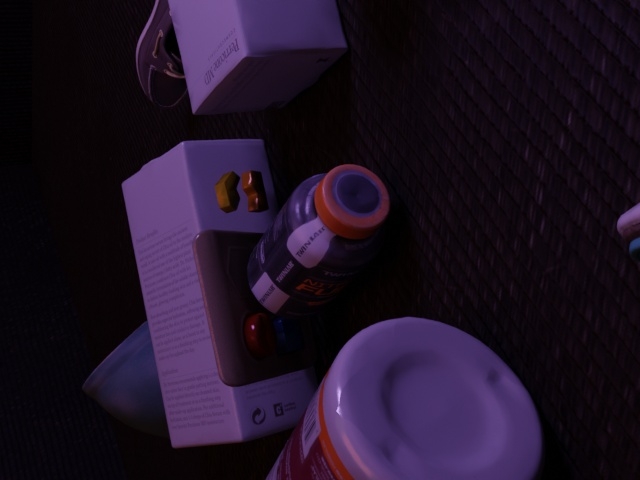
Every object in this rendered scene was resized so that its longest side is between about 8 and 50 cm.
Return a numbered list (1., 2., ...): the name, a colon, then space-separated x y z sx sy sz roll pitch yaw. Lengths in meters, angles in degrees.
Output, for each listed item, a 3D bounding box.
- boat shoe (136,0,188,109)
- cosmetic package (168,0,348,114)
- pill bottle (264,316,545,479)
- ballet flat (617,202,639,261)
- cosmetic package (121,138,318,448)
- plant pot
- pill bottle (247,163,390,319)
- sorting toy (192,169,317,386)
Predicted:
1. boat shoe: -0.246 -0.346 1.444 0.324 0.116 0.097 -61 42 43
2. cosmetic package: -0.113 -0.386 1.118 0.217 0.156 0.385 -30 71 60
3. pill bottle: 0.055 0.284 0.900 0.224 0.224 0.392 62 145 33
4. ballet flat: 0.333 -0.055 0.405 0.400 0.139 0.139 -8 91 59
5. cosmetic package: -0.165 0.087 1.321 0.230 0.161 0.453 -21 80 50
6. plant pot: -0.257 0.247 1.511 0.196 0.293 0.293 48 147 4
7. pill bottle: 0.000 0.000 1.045 0.246 0.130 0.130 -51 53 56
8. sorting toy: -0.091 0.042 1.172 0.041 0.229 0.307 -17 82 27
